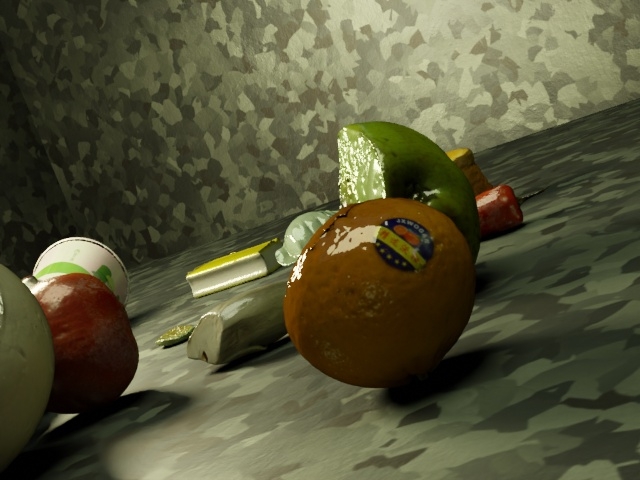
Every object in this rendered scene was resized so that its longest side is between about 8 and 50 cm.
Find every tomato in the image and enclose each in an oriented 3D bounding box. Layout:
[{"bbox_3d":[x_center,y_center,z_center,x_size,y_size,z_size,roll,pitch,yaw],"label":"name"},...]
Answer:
[{"bbox_3d":[-0.396,0.165,1.628,0.189,0.232,0.232,-25,7,-30],"label":"tomato"}]

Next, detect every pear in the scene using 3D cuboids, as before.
[{"bbox_3d":[0.141,-0.041,1.537,0.176,0.286,0.282,-3,2,-14],"label":"pear"}]

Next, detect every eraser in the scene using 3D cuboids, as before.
[{"bbox_3d":[-0.206,0.067,2.584,0.226,0.069,0.158,-18,9,22],"label":"eraser"}]

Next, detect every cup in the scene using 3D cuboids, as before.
[{"bbox_3d":[-0.613,0.145,2.538,0.253,0.253,0.274,-20,13,6],"label":"cup"}]

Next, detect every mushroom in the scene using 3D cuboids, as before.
[{"bbox_3d":[-0.091,0.120,1.624,0.247,0.108,0.096,-26,48,-25],"label":"mushroom"}]

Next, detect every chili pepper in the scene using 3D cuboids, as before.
[{"bbox_3d":[0.317,-0.056,1.841,0.192,0.084,0.086,-25,22,5],"label":"chili pepper"}]

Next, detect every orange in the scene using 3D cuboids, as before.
[{"bbox_3d":[0.067,0.057,1.126,0.219,0.193,0.219,-48,-3,-3],"label":"orange"}]

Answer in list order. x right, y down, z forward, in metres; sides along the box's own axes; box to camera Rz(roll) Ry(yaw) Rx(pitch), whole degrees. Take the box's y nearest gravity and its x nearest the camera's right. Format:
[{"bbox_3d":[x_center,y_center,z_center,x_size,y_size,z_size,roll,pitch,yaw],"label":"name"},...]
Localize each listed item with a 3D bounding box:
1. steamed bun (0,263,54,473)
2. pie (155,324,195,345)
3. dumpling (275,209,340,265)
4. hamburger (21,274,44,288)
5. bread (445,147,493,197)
[{"bbox_3d":[-0.533,0.202,1.438,0.375,0.241,0.374,-12,48,14],"label":"steamed bun"},{"bbox_3d":[-0.282,0.187,2.012,0.084,0.021,0.084,-18,10,3],"label":"pie"},{"bbox_3d":[-0.004,0.007,2.369,0.219,0.153,0.108,-41,-28,-29],"label":"dumpling"},{"bbox_3d":[-0.670,0.197,2.251,0.276,0.236,0.276,-21,9,3],"label":"hamburger"},{"bbox_3d":[0.222,-0.091,2.174,0.270,0.142,0.195,-22,8,11],"label":"bread"}]
